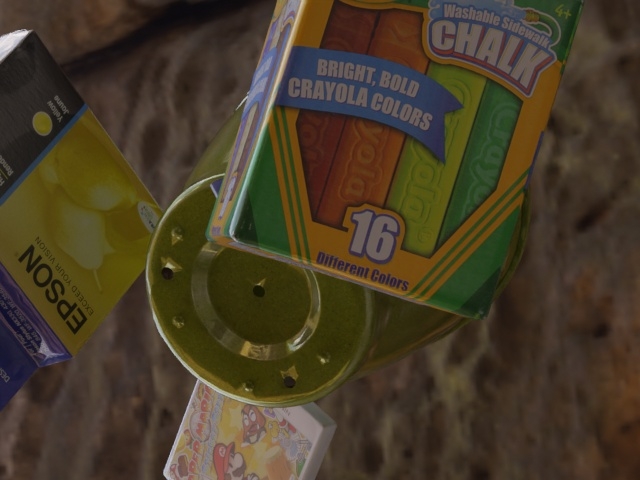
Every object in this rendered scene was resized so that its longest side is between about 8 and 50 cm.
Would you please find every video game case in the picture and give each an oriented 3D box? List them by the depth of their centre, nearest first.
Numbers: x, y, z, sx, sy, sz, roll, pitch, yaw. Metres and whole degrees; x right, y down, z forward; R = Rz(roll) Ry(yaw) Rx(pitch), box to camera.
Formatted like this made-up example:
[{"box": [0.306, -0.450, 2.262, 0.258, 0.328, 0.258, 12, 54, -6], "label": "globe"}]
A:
[{"box": [-0.090, 0.251, 1.889, 0.026, 0.206, 0.227, -6, -54, -46], "label": "video game case"}]

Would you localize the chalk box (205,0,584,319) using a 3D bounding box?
[{"box": [0.053, -0.111, 1.074, 0.180, 0.179, 0.289, 17, -91, -10], "label": "chalk box"}]

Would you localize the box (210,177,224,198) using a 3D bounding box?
[{"box": [0.026, -0.052, 1.308, 0.136, 0.225, 0.036, -125, 20, -72], "label": "box"}]

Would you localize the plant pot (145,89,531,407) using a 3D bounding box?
[{"box": [0.000, 0.000, 1.634, 0.353, 0.366, 0.366, -42, -64, -63], "label": "plant pot"}]

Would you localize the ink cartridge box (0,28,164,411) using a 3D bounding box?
[{"box": [-0.333, -0.024, 1.739, 0.303, 0.072, 0.307, 57, -134, -28], "label": "ink cartridge box"}]
